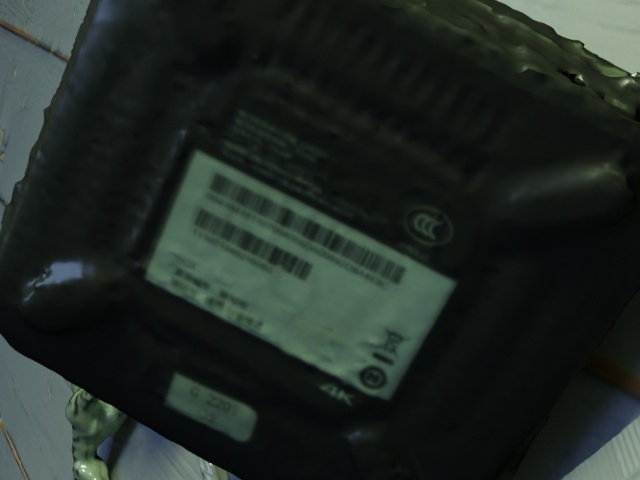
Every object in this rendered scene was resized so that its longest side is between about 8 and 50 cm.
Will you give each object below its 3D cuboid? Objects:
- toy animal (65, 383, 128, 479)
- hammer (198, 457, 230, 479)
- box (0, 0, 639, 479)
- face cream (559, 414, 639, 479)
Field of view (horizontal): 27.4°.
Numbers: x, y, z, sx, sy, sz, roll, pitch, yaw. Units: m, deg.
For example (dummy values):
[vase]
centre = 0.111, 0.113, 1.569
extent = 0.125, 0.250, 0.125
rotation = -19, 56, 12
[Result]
[toy animal]
centre = -0.246, 0.171, 1.496
extent = 0.170, 0.090, 0.255
rotation = 173, 109, -67
[hammer]
centre = -0.060, 0.279, 1.072
extent = 0.044, 0.152, 0.427
rotation = -43, 54, 45
[box]
centre = 0.000, 0.000, 0.772
extent = 0.350, 0.359, 0.091
rotation = -63, -1, 29
[face cream]
centre = 0.195, 0.228, 0.564
extent = 0.420, 0.137, 0.235
rotation = -92, 27, -42
